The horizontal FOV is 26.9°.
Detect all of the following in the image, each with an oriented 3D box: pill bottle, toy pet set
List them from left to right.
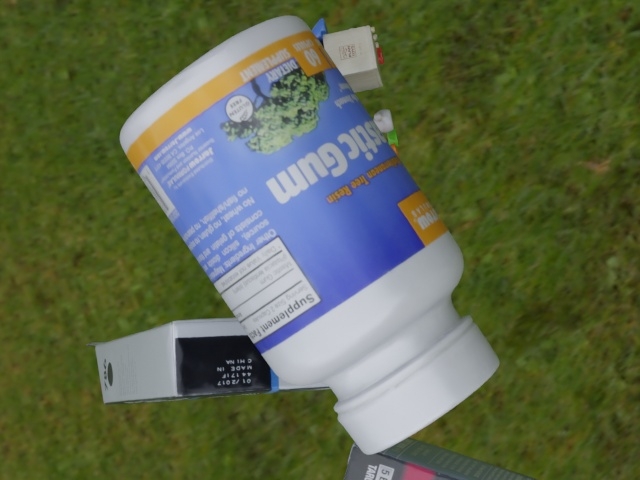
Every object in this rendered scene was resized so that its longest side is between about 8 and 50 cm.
[{"bbox_3d":[0.000,0.000,0.895,0.152,0.152,0.272,-36,88,41],"label":"pill bottle"},{"bbox_3d":[0.020,-0.116,1.064,0.065,0.114,0.122,-12,69,7],"label":"toy pet set"}]

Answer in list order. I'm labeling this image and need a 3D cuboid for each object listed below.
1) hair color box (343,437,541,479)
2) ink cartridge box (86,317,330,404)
[{"bbox_3d":[0.187,0.307,1.117,0.374,0.113,0.185,17,93,13],"label":"hair color box"},{"bbox_3d":[-0.091,0.105,1.157,0.333,0.165,0.065,163,104,-69],"label":"ink cartridge box"}]
